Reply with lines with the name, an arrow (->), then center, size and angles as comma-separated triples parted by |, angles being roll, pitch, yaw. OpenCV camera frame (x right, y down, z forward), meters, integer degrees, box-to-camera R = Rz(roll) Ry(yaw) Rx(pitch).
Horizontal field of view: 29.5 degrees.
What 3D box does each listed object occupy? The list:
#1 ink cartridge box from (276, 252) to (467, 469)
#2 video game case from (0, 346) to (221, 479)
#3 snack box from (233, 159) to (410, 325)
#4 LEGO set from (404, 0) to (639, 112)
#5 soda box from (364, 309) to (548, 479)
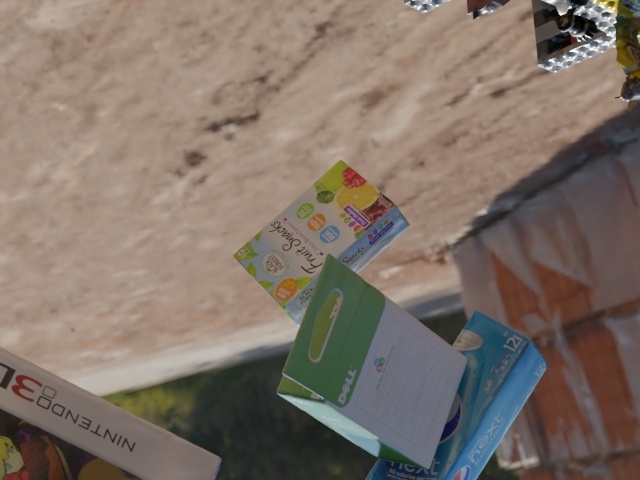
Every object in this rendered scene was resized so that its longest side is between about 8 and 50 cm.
ink cartridge box -> 0.031, 0.103, 1.029 | 0.062, 0.109, 0.209 | 4, 155, 45
video game case -> -0.183, 0.165, 0.595 | 0.210, 0.232, 0.042 | 29, 145, -10
snack box -> 0.000, 0.000, 1.142 | 0.141, 0.100, 0.037 | -42, 133, -5
LEGO set -> 0.181, -0.152, 0.485 | 0.255, 0.192, 0.331 | -15, 158, 36
soda box -> 0.123, 0.175, 1.126 | 0.067, 0.210, 0.071 | 28, 169, 33
